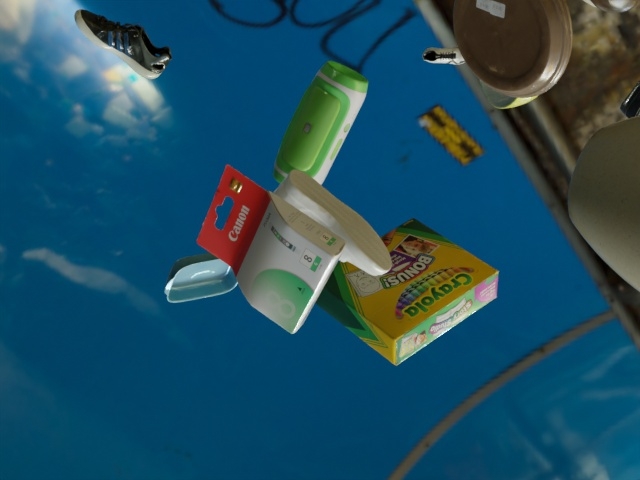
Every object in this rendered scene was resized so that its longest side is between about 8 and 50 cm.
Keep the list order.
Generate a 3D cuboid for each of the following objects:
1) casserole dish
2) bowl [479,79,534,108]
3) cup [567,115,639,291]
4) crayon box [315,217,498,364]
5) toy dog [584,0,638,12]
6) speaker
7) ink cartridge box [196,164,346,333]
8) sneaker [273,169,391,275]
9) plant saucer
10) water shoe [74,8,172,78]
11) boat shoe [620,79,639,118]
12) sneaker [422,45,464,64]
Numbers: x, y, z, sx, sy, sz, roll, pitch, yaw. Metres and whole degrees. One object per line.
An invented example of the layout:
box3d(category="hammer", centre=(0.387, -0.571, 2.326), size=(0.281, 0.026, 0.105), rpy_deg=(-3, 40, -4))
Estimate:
box3d(category="casserole dish", centre=(-0.232, 0.066, 1.924), size=(0.188, 0.114, 0.037), rpy_deg=(-9, -129, -36))
box3d(category="bowl", centre=(0.546, -0.491, 2.539), size=(0.155, 0.289, 0.290), rpy_deg=(-3, -113, -18))
box3d(category="cup", centre=(0.526, -0.067, 1.484), size=(0.331, 0.236, 0.331), rpy_deg=(-27, -52, -40))
box3d(category="crayon box", centre=(0.219, 0.120, 2.481), size=(0.362, 0.313, 0.106), rpy_deg=(-30, -46, -28))
box3d(category="toy dog", centre=(0.514, -0.628, 1.772), size=(0.285, 0.395, 0.408), rpy_deg=(-74, -25, -45))
box3d(category="speaker", centre=(-0.002, -0.258, 2.232), size=(0.131, 0.297, 0.131), rpy_deg=(24, -161, -9))
box3d(category="ink cartridge box", centre=(-0.091, 0.015, 1.498), size=(0.224, 0.181, 0.056), rpy_deg=(33, -142, 7))
box3d(category="sneaker", centre=(0.000, 0.000, 2.053), size=(0.292, 0.169, 0.108), rpy_deg=(42, -150, -6))
box3d(category="plant saucer", centre=(0.347, -0.396, 1.809), size=(0.041, 0.278, 0.278), rpy_deg=(-27, -84, -32))
box3d(category="water shoe", centre=(-0.385, -0.405, 1.904), size=(0.203, 0.080, 0.073), rpy_deg=(34, -150, -28))
box3d(category="boat shoe", centre=(0.751, -0.380, 2.071), size=(0.113, 0.306, 0.105), rpy_deg=(-12, -130, -34))
box3d(category="sneaker", centre=(0.272, -0.398, 2.094), size=(0.043, 0.109, 0.040), rpy_deg=(-38, -55, -62))
